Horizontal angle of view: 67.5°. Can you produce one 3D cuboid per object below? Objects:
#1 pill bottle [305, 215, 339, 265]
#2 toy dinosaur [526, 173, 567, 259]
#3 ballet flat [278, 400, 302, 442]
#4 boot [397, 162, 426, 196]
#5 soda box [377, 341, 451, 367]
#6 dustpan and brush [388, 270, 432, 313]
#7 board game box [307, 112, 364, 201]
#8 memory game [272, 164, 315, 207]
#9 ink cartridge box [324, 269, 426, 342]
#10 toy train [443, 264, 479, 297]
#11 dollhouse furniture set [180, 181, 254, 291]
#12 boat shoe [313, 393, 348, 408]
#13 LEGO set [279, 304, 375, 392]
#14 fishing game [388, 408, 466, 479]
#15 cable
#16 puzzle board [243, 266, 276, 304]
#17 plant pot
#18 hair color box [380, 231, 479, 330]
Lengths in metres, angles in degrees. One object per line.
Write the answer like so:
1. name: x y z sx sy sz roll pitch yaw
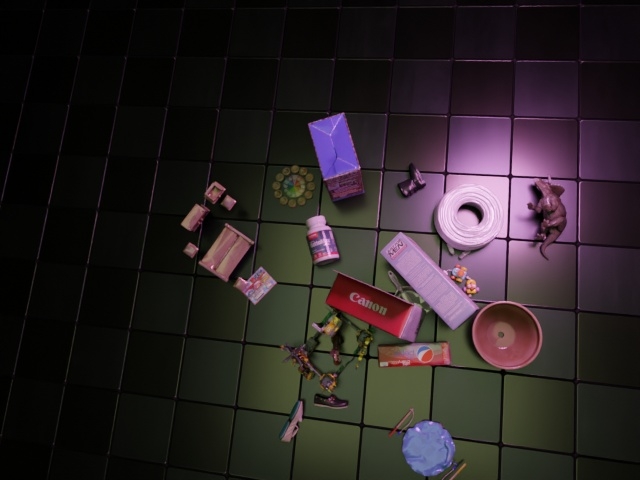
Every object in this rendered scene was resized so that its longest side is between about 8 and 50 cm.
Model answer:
1. pill bottle: 0.000 0.000 1.901 0.107 0.108 0.180 -18 77 5
2. toy dinosaur: 0.861 -0.089 1.773 0.160 0.121 0.314 -15 90 -27
3. ballet flat: -0.100 0.690 1.822 0.052 0.057 0.168 29 88 -15
4. boot: 0.356 -0.241 1.925 0.099 0.045 0.121 -28 77 6
5. soda box: 0.345 0.422 1.773 0.262 0.092 0.084 -4 78 9
6. dustpan and brush: 0.319 0.209 1.834 0.147 0.060 0.211 -32 76 2
7. board game box: 0.066 -0.311 1.854 0.140 0.291 0.232 -16 78 5
8. memory game: -0.111 -0.228 2.010 0.186 0.012 0.187 -2 79 9
9. ink cartridge box: 0.188 0.234 1.707 0.309 0.271 0.130 21 85 28
10. toy train: 0.529 0.175 1.815 0.125 0.046 0.167 -26 77 3
11. dollhouse furniture set: -0.381 -0.017 1.987 0.355 0.174 0.303 36 87 -8
12. boat shoe: 0.039 0.607 1.809 0.132 0.049 0.042 3 88 14
13. LEGO set: 0.035 0.397 1.775 0.331 0.192 0.255 -43 76 0
14. fishing game: 0.389 0.749 1.734 0.264 0.041 0.189 40 80 19
15. cable: 0.566 -0.092 1.837 0.257 0.089 0.257 -31 76 2
16. puzzle board: -0.256 0.184 1.955 0.128 0.011 0.096 -46 76 -1
17. plant pot: 0.662 0.342 1.730 0.237 0.110 0.238 -2 78 8
18. hair color box: 0.399 0.146 1.746 0.113 0.185 0.374 -45 70 11
